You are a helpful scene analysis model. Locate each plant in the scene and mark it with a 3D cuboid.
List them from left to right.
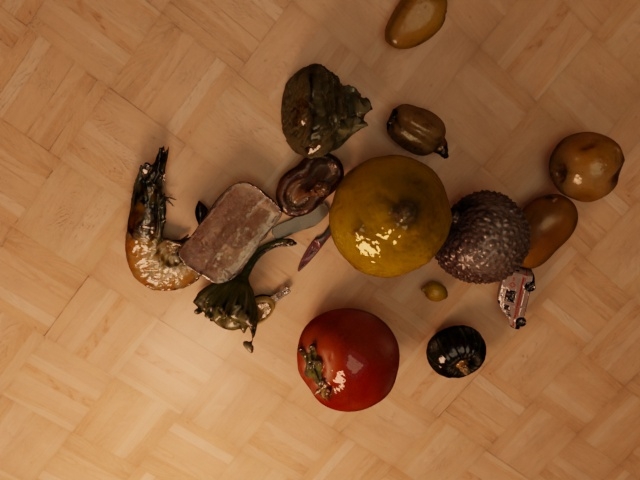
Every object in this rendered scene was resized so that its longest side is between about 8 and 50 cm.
[{"bbox_3d":[-0.229,0.143,1.640,0.251,0.333,0.180,15,146,28],"label":"plant"}]

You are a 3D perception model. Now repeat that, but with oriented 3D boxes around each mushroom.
[{"bbox_3d":[-0.027,-0.147,1.506,0.148,0.217,0.227,40,99,-16],"label":"mushroom"}]

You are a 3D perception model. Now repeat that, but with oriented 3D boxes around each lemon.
[{"bbox_3d":[0.195,-0.068,1.481,0.350,0.387,0.349,1,83,-7],"label":"lemon"},{"bbox_3d":[0.371,0.166,1.729,0.092,0.065,0.065,16,104,-5],"label":"lemon"}]

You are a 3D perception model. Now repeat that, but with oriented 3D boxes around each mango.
[{"bbox_3d":[0.260,-0.613,1.469,0.195,0.098,0.137,-34,110,12],"label":"mango"},{"bbox_3d":[0.687,-0.031,1.669,0.175,0.139,0.254,28,108,-15],"label":"mango"}]

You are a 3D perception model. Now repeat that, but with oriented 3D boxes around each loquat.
[{"bbox_3d":[0.803,-0.219,1.598,0.213,0.213,0.213,-2,107,-6],"label":"loquat"}]

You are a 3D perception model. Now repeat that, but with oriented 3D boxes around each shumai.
[{"bbox_3d":[0.018,-0.354,1.495,0.218,0.189,0.255,-2,91,-25],"label":"shumai"}]

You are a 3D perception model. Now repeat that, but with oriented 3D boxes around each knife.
[{"bbox_3d":[0.000,0.000,1.659,0.035,0.018,0.247,35,101,-18],"label":"knife"}]

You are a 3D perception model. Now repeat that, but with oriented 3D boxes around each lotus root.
[{"bbox_3d":[0.291,-0.314,1.550,0.221,0.118,0.125,24,135,-16],"label":"lotus root"}]

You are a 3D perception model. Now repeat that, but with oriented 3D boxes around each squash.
[{"bbox_3d":[0.446,0.367,1.753,0.193,0.156,0.193,7,120,13],"label":"squash"}]

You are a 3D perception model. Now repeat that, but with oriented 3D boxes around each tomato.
[{"bbox_3d":[0.095,0.364,1.645,0.322,0.321,0.321,-2,107,-6],"label":"tomato"}]

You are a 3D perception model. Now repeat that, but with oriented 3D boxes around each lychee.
[{"bbox_3d":[0.480,0.000,1.573,0.300,0.300,0.300,-2,107,-6],"label":"lychee"}]

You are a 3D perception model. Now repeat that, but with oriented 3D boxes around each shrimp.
[{"bbox_3d":[-0.433,-0.054,1.561,0.272,0.085,0.445,0,109,-12],"label":"shrimp"}]

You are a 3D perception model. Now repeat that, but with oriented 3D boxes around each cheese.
[{"bbox_3d":[-0.165,0.198,1.688,0.162,0.036,0.086,-35,109,5],"label":"cheese"}]

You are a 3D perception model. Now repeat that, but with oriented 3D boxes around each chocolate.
[{"bbox_3d":[-0.267,-0.028,1.556,0.185,0.100,0.303,40,85,-28],"label":"chocolate"}]

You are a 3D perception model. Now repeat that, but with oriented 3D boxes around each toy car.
[{"bbox_3d":[0.632,0.187,1.750,0.108,0.089,0.209,9,109,12],"label":"toy car"}]

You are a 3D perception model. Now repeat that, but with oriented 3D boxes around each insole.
[{"bbox_3d":[-0.060,-0.057,1.638,0.192,0.010,0.063,-26,107,2],"label":"insole"}]
